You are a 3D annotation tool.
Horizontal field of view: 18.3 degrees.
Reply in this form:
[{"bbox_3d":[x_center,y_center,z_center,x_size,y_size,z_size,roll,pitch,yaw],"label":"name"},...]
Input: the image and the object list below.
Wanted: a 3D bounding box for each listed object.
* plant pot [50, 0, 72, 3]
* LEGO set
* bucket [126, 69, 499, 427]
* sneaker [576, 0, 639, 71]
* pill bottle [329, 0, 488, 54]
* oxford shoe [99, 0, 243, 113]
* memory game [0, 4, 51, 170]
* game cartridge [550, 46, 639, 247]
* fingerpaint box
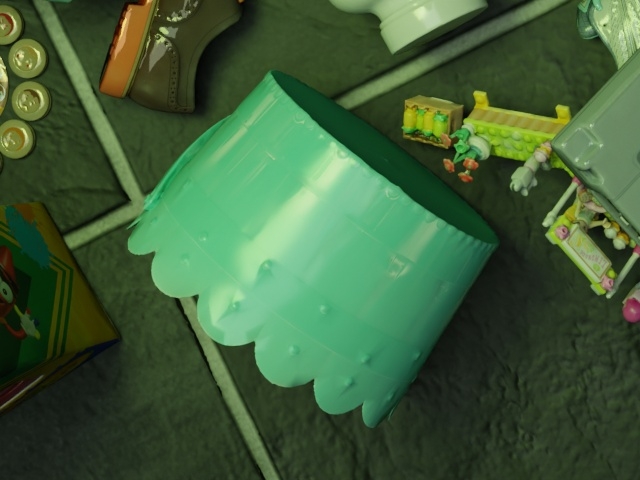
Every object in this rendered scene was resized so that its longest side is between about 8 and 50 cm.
[{"bbox_3d":[-0.262,-0.342,1.687,0.252,0.248,0.247,40,102,-15],"label":"plant pot"},{"bbox_3d":[0.181,-0.034,1.654,0.287,0.132,0.107,35,58,6],"label":"LEGO set"},{"bbox_3d":[0.000,0.000,1.643,0.281,0.281,0.183,39,100,7],"label":"bucket"},{"bbox_3d":[0.270,-0.210,1.647,0.122,0.110,0.283,0,95,16],"label":"sneaker"},{"bbox_3d":[0.042,-0.293,1.668,0.146,0.146,0.264,-28,88,13],"label":"pill bottle"},{"bbox_3d":[-0.106,-0.243,1.745,0.098,0.097,0.271,20,104,-10],"label":"oxford shoe"},{"bbox_3d":[-0.336,-0.142,1.831,0.186,0.012,0.186,1,95,12],"label":"memory game"},{"bbox_3d":[0.343,-0.047,1.602,0.196,0.060,0.294,-45,110,0],"label":"game cartridge"},{"bbox_3d":[-0.439,0.152,1.695,0.445,0.371,0.163,-32,86,12],"label":"fingerpaint box"}]
